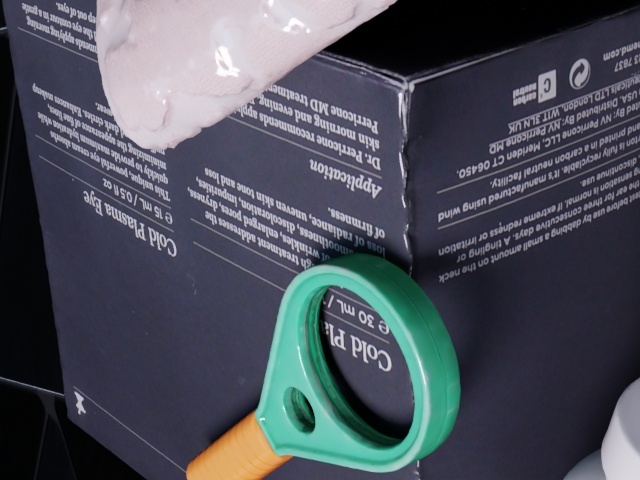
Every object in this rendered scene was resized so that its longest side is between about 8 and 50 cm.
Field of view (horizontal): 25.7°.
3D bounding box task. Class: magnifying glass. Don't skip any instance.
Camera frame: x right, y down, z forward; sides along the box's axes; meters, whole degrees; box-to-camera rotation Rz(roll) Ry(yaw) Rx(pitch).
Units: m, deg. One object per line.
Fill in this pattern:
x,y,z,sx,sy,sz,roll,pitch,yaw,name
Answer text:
-0.010,0.078,0.639,0.092,0.026,0.231,60,146,10,magnifying glass

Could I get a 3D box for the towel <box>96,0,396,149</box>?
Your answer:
0.010,-0.240,0.551,0.331,0.053,0.317,-29,62,40,towel

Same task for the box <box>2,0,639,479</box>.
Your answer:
0.000,0.000,0.762,0.343,0.179,0.313,27,128,45,box

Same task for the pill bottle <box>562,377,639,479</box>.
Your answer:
0.152,0.164,0.628,0.117,0.117,0.208,38,134,37,pill bottle
